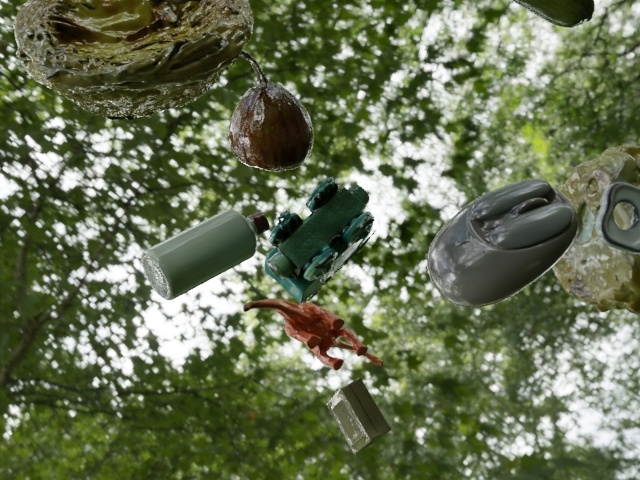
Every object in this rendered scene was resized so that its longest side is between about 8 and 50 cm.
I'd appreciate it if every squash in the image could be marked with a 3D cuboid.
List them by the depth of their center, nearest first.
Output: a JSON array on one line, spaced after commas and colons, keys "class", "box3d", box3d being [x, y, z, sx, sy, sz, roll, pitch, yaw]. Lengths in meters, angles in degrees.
[{"class": "squash", "box3d": [0.267, -0.419, 1.201, 0.087, 0.331, 0.087, -64, 1, 3]}]

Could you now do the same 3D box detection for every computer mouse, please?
[{"class": "computer mouse", "box3d": [0.107, -0.001, 0.484, 0.096, 0.066, 0.039, -38, -44, 15]}]

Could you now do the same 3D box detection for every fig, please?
[{"class": "fig", "box3d": [-0.090, -0.213, 1.419, 0.148, 0.149, 0.202, 1, -108, -20]}]

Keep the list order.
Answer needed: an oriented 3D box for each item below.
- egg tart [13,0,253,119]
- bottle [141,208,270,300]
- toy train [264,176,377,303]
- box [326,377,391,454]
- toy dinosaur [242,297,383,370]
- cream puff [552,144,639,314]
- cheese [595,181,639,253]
[{"class": "egg tart", "box3d": [-0.187, -0.200, 0.815, 0.252, 0.232, 0.098, -43, -28, -35]}, {"class": "bottle", "box3d": [-0.198, 0.013, 1.454, 0.245, 0.104, 0.104, -30, -49, -31]}, {"class": "toy train", "box3d": [0.000, 0.000, 1.289, 0.203, 0.112, 0.163, -42, -13, -19]}, {"class": "box", "box3d": [0.048, 0.232, 1.053, 0.035, 0.083, 0.079, -22, -19, -25]}, {"class": "toy dinosaur", "box3d": [0.008, 0.115, 0.942, 0.055, 0.101, 0.279, -54, -48, -4]}, {"class": "cream puff", "box3d": [0.627, -0.017, 1.572, 0.257, 0.324, 0.291, -3, -38, -19]}, {"class": "cheese", "box3d": [0.327, 0.036, 0.618, 0.248, 0.071, 0.163, -1, -96, -16]}]
